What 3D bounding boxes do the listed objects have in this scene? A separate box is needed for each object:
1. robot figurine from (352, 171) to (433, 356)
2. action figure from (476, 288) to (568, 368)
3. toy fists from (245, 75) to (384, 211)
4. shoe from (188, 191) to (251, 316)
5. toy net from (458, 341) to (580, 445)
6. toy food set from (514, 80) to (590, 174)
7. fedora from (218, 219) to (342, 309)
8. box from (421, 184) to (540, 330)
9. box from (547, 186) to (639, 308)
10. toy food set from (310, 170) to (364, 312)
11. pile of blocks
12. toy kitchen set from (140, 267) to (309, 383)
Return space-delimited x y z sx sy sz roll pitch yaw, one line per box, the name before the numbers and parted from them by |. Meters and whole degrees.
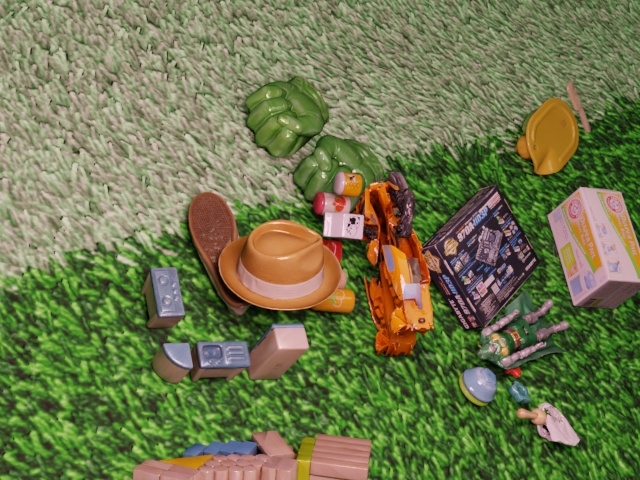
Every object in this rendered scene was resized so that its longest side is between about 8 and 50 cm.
robot figurine | 0.116 0.033 1.868 0.085 0.211 0.291 -5 67 -14
action figure | 0.344 0.166 1.968 0.232 0.063 0.137 -20 69 -46
toy fists | -0.014 -0.168 1.982 0.279 0.096 0.142 49 52 4
shoe | -0.160 0.023 1.816 0.077 0.058 0.219 -15 64 -13
toy net | 0.344 0.276 1.941 0.232 0.045 0.122 38 32 -7
toy food set | 0.456 -0.217 2.293 0.218 0.071 0.128 -43 110 -37
fedora | -0.058 0.024 1.738 0.194 0.079 0.194 7 40 -6
box | 0.286 0.029 2.018 0.220 0.051 0.175 -42 105 -39
box | 0.527 0.013 2.152 0.103 0.114 0.203 5 58 -27
toy food set | 0.000 0.000 1.867 0.105 0.111 0.232 6 85 -19
pile of blocks | -0.094 0.357 1.628 0.362 0.149 0.112 0 104 -18
toy kitchen set | -0.148 0.116 1.716 0.207 0.122 0.166 1 61 -28
